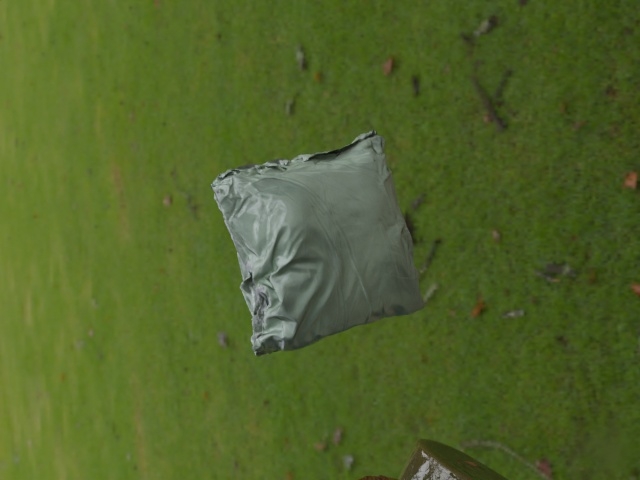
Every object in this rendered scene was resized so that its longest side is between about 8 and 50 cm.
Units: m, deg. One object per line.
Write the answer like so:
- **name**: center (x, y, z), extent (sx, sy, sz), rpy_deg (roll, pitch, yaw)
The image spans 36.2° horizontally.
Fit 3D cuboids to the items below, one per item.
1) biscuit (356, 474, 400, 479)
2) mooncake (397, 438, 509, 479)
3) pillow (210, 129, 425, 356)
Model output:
- **biscuit**: center (0.124, 0.438, 1.536), extent (0.188, 0.188, 0.027), rpy_deg (47, 124, 50)
- **mooncake**: center (0.262, 0.487, 1.757), extent (0.155, 0.284, 0.284), rpy_deg (-59, 33, 0)
- **pillow**: center (0.000, 0.000, 1.399), extent (0.138, 0.310, 0.283), rpy_deg (-6, 97, 57)
